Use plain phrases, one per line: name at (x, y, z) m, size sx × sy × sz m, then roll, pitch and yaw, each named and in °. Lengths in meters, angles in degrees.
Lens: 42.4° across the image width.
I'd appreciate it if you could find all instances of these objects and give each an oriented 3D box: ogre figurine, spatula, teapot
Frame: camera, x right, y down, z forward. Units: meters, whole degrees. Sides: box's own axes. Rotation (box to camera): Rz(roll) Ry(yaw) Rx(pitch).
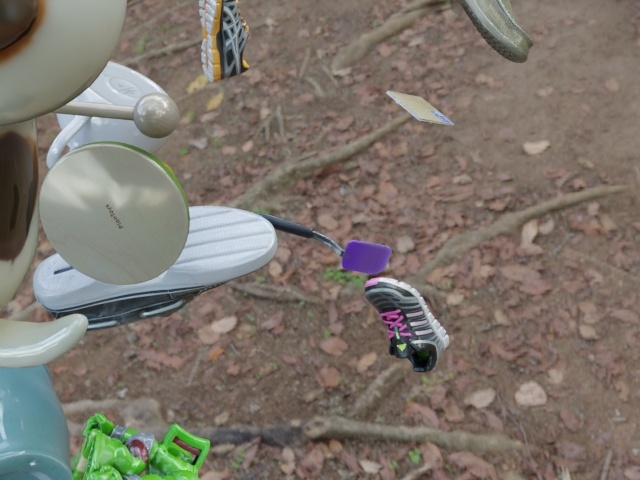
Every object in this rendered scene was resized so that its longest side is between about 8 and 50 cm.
ogre figurine at (-0.177, 0.226, 0.823) m, size 0.197 × 0.118 × 0.097 m, roll 146°, pitch 140°, yaw -63°
spatula at (0.000, 0.000, 1.732) m, size 0.296 × 0.084 × 0.030 m, roll 21°, pitch 39°, yaw 7°
teapot at (-0.428, -0.230, 1.661) m, size 0.187 × 0.256 × 0.253 m, roll -57°, pitch 40°, yaw 25°

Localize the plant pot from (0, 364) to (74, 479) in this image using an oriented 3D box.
plant pot at (-0.478, 0.311, 1.181) m, size 0.271 × 0.272 × 0.255 m, roll -37°, pitch 41°, yaw -17°

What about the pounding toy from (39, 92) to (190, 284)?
pounding toy at (-0.242, -0.073, 1.016) m, size 0.182 × 0.237 × 0.110 m, roll 2°, pitch 24°, yaw 5°

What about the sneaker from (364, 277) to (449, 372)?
sneaker at (0.115, 0.120, 1.130) m, size 0.063 × 0.170 × 0.075 m, roll -15°, pitch 39°, yaw 39°

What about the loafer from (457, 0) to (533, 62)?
loafer at (0.151, -0.228, 0.756) m, size 0.050 × 0.056 × 0.148 m, roll -37°, pitch 80°, yaw 11°

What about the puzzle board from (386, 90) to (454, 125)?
puzzle board at (0.205, -0.271, 1.705) m, size 0.096 × 0.011 × 0.128 m, roll 3°, pitch 32°, yaw -35°

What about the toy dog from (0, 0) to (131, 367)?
toy dog at (-0.308, -0.102, 0.612) m, size 0.408 × 0.395 × 0.284 m, roll -48°, pitch -5°, yaw 30°

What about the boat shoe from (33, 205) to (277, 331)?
boat shoe at (-0.220, 0.043, 1.146) m, size 0.335 × 0.119 × 0.121 m, roll -11°, pitch 50°, yaw 2°

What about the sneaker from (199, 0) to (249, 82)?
sneaker at (-0.171, -0.395, 1.503) m, size 0.083 × 0.215 × 0.084 m, roll -10°, pitch 39°, yaw -21°
